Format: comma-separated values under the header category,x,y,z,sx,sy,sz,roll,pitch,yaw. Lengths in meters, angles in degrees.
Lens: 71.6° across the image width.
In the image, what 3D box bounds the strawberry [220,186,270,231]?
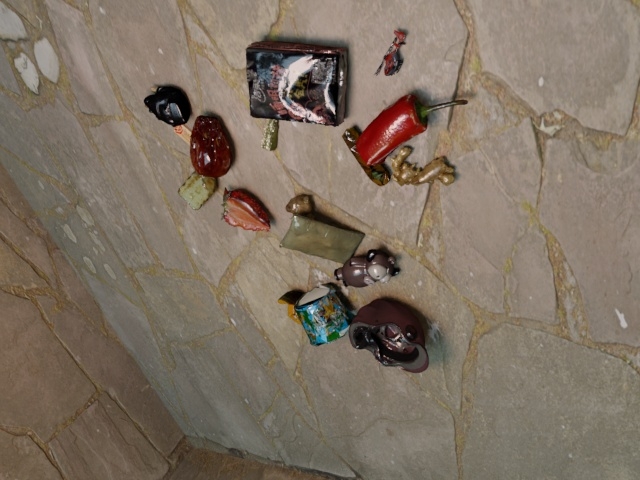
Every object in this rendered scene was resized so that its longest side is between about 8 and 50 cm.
category,x,y,z,sx,sy,sz,roll,pitch,yaw
strawberry,-0.297,-0.131,1.831,0.228,0.098,0.174,16,129,15

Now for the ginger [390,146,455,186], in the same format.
category,x,y,z,sx,sy,sz,roll,pitch,yaw
ginger,0.324,-0.226,1.450,0.193,0.052,0.176,50,131,0

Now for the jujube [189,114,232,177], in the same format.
category,x,y,z,sx,sy,sz,roll,pitch,yaw
jujube,-0.423,-0.362,1.713,0.168,0.168,0.236,8,110,25

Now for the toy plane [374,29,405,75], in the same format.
category,x,y,z,sx,sy,sz,roll,pitch,yaw
toy plane,0.213,-0.540,1.302,0.060,0.037,0.145,38,137,14

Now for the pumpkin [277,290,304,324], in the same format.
category,x,y,z,sx,sy,sz,roll,pitch,yaw
pumpkin,-0.105,0.290,2.007,0.119,0.107,0.183,10,142,33

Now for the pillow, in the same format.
category,x,y,z,sx,sy,sz,roll,pitch,yaw
pillow,0.000,0.000,1.714,0.302,0.075,0.185,16,132,-16

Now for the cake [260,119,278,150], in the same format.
category,x,y,z,sx,sy,sz,roll,pitch,yaw
cake,-0.186,-0.393,1.616,0.051,0.055,0.140,25,129,21

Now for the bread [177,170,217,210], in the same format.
category,x,y,z,sx,sy,sz,roll,pitch,yaw
bread,-0.521,-0.220,1.905,0.232,0.088,0.128,-31,94,47

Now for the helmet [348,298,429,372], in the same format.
category,x,y,z,sx,sy,sz,roll,pitch,yaw
helmet,0.289,0.365,1.781,0.338,0.197,0.271,25,139,3

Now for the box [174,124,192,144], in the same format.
category,x,y,z,sx,sy,sz,roll,pitch,yaw
box,-0.553,-0.439,1.811,0.093,0.015,0.058,41,130,-3

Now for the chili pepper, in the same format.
category,x,y,z,sx,sy,sz,roll,pitch,yaw
chili pepper,0.251,-0.364,1.334,0.338,0.134,0.131,-34,79,44

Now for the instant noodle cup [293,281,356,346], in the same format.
category,x,y,z,sx,sy,sz,roll,pitch,yaw
instant noodle cup,0.008,0.309,1.885,0.240,0.240,0.178,-20,107,37

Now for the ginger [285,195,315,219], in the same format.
category,x,y,z,sx,sy,sz,roll,pitch,yaw
ginger,-0.072,-0.083,1.744,0.104,0.080,0.204,-13,127,0

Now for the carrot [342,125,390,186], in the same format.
category,x,y,z,sx,sy,sz,roll,pitch,yaw
carrot,0.153,-0.282,1.499,0.069,0.069,0.228,-29,104,39

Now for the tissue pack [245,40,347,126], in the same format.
category,x,y,z,sx,sy,sz,roll,pitch,yaw
tissue pack,-0.076,-0.508,1.434,0.332,0.123,0.245,11,121,18

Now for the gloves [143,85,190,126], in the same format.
category,x,y,z,sx,sy,sz,roll,pitch,yaw
gloves,-0.610,-0.522,1.730,0.203,0.124,0.164,-2,102,21

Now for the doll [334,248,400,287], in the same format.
category,x,y,z,sx,sy,sz,roll,pitch,yaw
doll,0.178,0.112,1.714,0.257,0.117,0.182,-16,142,37
